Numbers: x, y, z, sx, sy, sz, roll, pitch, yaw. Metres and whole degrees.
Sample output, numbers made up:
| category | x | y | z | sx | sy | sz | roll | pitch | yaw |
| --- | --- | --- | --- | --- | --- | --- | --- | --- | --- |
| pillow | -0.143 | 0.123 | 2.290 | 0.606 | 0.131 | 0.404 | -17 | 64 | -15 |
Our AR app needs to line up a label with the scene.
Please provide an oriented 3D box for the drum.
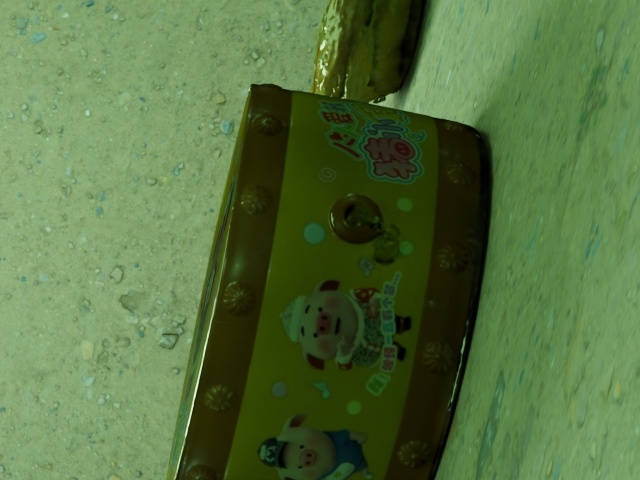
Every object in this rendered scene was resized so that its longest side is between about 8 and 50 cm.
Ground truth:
| category | x | y | z | sx | sy | sz | roll | pitch | yaw |
| --- | --- | --- | --- | --- | --- | --- | --- | --- | --- |
| drum | -0.004 | 0.075 | 1.644 | 0.431 | 0.214 | 0.431 | -168 | 90 | -84 |

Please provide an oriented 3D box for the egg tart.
| category | x | y | z | sx | sy | sz | roll | pitch | yaw |
| --- | --- | --- | --- | --- | --- | --- | --- | --- | --- |
| egg tart | 0.062 | -0.278 | 2.310 | 0.294 | 0.123 | 0.294 | -168 | 90 | -89 |
